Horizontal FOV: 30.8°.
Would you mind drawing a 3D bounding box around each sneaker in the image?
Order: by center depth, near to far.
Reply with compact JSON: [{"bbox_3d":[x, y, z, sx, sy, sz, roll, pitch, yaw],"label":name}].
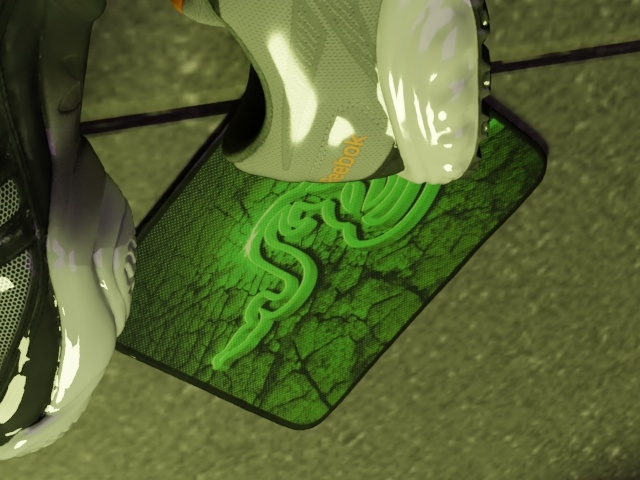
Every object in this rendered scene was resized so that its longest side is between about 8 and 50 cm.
[{"bbox_3d":[-0.142,-0.036,0.360,0.153,0.101,0.269,-15,124,-41],"label":"sneaker"},{"bbox_3d":[-0.006,-0.130,0.382,0.108,0.100,0.272,-9,123,0],"label":"sneaker"}]

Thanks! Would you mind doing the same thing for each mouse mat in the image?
[{"bbox_3d":[0.000,0.000,0.528,0.152,0.007,0.190,30,106,-35],"label":"mouse mat"}]
